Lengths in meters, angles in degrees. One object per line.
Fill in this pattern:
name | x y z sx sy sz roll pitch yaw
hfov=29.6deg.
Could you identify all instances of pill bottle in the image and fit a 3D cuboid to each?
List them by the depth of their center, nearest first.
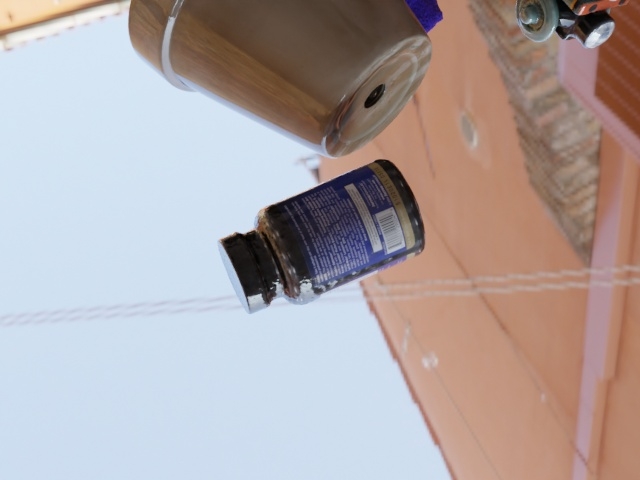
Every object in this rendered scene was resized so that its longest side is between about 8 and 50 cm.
pill bottle | 0.000 0.000 1.385 0.219 0.123 0.123 -23 -135 -11

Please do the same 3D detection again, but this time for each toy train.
toy train | 0.294 -0.412 1.613 0.142 0.190 0.334 -17 -121 -29

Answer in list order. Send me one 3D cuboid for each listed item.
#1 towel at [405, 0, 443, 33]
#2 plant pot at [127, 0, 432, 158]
towel | 0.071 -0.424 1.870 0.076 0.308 0.227 -4 -146 47
plant pot | -0.027 -0.259 1.491 0.323 0.323 0.280 -35 -111 -29
